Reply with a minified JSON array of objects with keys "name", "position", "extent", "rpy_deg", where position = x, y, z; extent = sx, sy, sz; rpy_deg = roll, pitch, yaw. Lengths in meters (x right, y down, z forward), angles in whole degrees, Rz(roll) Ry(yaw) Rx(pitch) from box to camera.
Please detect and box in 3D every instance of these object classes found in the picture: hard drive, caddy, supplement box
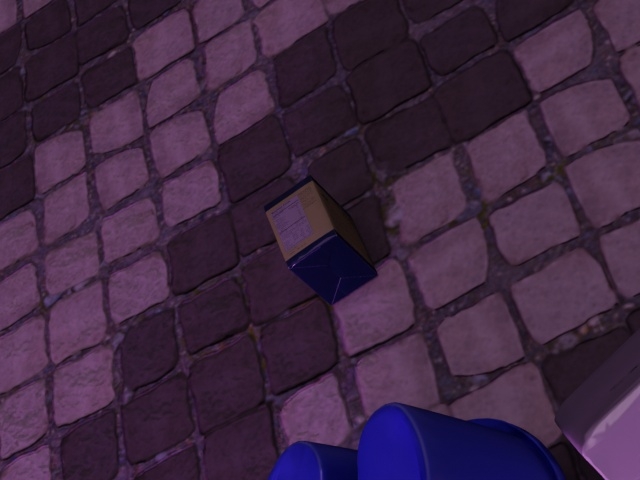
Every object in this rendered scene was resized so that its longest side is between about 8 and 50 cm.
[{"name":"hard drive","position":[0.253,0.058,0.816],"extent":[0.233,0.353,0.047],"rpy_deg":[-44,81,2]},{"name":"caddy","position":[0.070,0.281,0.899],"extent":[0.241,0.179,0.341],"rpy_deg":[-31,44,47]},{"name":"supplement box","position":[0.000,0.000,1.187],"extent":[0.056,0.083,0.083],"rpy_deg":[-33,49,12]}]
